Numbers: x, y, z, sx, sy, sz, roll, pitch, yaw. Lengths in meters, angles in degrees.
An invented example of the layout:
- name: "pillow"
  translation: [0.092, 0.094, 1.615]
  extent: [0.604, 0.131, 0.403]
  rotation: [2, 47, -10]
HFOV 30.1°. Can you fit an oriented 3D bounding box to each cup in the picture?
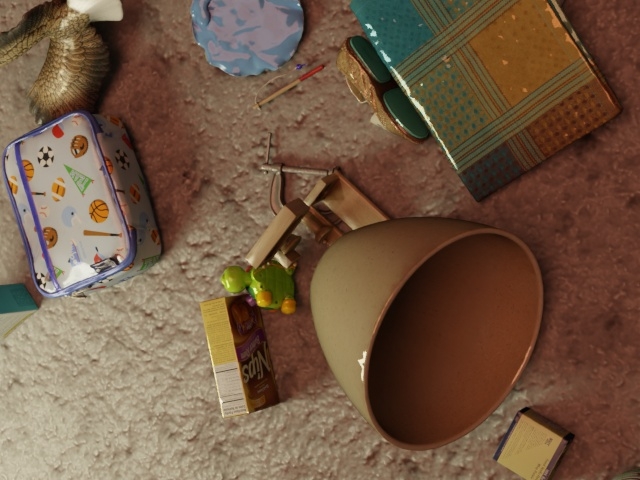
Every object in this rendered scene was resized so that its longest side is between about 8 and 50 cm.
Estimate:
- name: "cup"
  translation: [0.120, 0.099, 1.703]
  extent: [0.237, 0.331, 0.331]
  rotation: [30, 103, 47]

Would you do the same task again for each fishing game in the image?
- name: "fishing game"
  translation: [-0.116, -0.351, 1.902]
  extent: [0.189, 0.041, 0.264]
  rotation: [-30, 95, 15]

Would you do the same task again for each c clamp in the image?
- name: "c clamp"
  translation: [-0.026, -0.092, 1.891]
  extent: [0.160, 0.022, 0.137]
  rotation: [13, 96, 22]

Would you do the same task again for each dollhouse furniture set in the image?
- name: "dollhouse furniture set"
  translation: [0.000, 0.000, 1.803]
  extent: [0.123, 0.151, 0.144]
  rotation: [43, 118, 9]

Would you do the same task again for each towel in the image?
- name: "towel"
  translation: [0.230, -0.274, 1.719]
  extent: [0.271, 0.040, 0.370]
  rotation: [-33, 90, 32]

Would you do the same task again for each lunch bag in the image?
- name: "lunch bag"
  translation: [-0.411, -0.052, 2.009]
  extent: [0.243, 0.115, 0.303]
  rotation: [-20, 82, 24]

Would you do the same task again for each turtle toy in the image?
- name: "turtle toy"
  translation: [-0.094, 0.068, 1.874]
  extent: [0.066, 0.130, 0.095]
  rotation: [-27, 55, 43]

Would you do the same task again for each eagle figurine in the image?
- name: "eagle figurine"
  translation: [-0.457, -0.336, 1.989]
  extent: [0.226, 0.225, 0.298]
  rotation: [28, 90, 7]

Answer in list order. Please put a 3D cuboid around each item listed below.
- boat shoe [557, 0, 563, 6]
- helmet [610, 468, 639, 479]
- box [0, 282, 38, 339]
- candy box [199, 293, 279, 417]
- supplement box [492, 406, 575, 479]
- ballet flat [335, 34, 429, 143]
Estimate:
- name: "boat shoe"
  translation: [0.283, -0.472, 1.712]
  extent: [0.113, 0.105, 0.306]
  rotation: [-7, 88, 23]
- name: "helmet"
  translation: [0.453, 0.391, 1.619]
  extent: [0.169, 0.169, 0.162]
  rotation: [25, 116, 21]
- name: "box"
  translation: [-0.596, 0.129, 2.014]
  extent: [0.100, 0.244, 0.060]
  rotation: [-38, 77, 18]
- name: "candy box"
  translation: [-0.127, 0.181, 1.890]
  extent: [0.053, 0.109, 0.187]
  rotation: [-13, 86, 24]
- name: "supplement box"
  translation: [0.311, 0.301, 1.733]
  extent: [0.083, 0.056, 0.083]
  rotation: [30, 101, 20]
- name: "ballet flat"
  translation: [0.092, -0.220, 1.826]
  extent: [0.206, 0.073, 0.067]
  rotation: [58, 137, 15]
